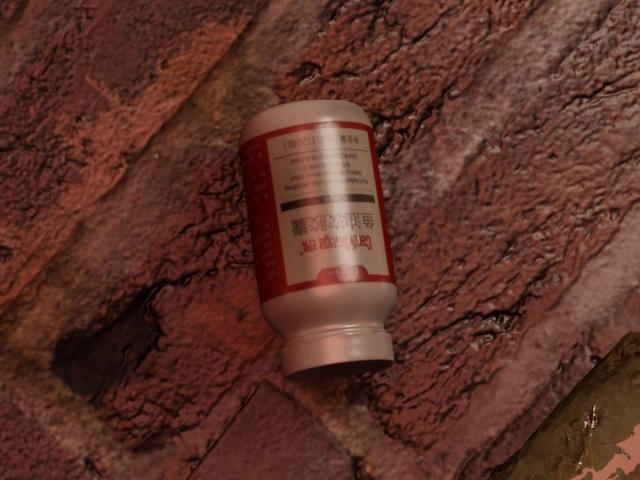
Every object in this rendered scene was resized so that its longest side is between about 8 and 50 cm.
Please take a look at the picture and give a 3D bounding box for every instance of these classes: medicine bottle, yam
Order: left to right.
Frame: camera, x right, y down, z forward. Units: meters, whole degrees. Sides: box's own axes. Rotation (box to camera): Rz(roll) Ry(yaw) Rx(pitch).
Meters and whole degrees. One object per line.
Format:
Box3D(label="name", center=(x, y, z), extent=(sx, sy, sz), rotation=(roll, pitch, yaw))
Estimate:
Box3D(label="medicine bottle", center=(0.000, 0.000, 1.643), extent=(0.131, 0.131, 0.250), rotation=(-9, 78, 5))
Box3D(label="yam", center=(0.249, 0.228, 1.556), extent=(0.168, 0.168, 0.304), rotation=(42, 85, 12))
